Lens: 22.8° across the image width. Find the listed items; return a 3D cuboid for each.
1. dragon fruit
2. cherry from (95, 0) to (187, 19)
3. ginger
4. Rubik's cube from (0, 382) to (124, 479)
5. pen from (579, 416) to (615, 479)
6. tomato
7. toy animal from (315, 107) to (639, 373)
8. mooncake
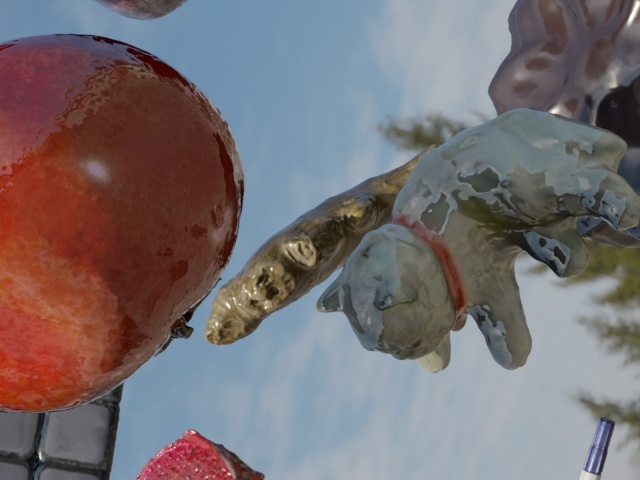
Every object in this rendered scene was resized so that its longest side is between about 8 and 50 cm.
[{"bbox_3d":[-0.074,0.239,1.261,0.111,0.153,0.153,18,-90,-41],"label":"dragon fruit"},{"bbox_3d":[-0.199,-0.328,1.698,0.195,0.195,0.195,18,-90,-72],"label":"cherry"},{"bbox_3d":[-0.001,0.001,1.773,0.333,0.080,0.166,-41,5,-27],"label":"ginger"},{"bbox_3d":[-0.426,0.210,1.883,0.337,0.343,0.344,132,147,-64],"label":"Rubik's cube"},{"bbox_3d":[0.289,0.294,1.757,0.025,0.025,0.204,3,-77,-71],"label":"pen"},{"bbox_3d":[-0.231,-0.010,1.309,0.325,0.290,0.293,-30,25,43],"label":"tomato"},{"bbox_3d":[0.146,0.000,1.547,0.188,0.308,0.266,8,-95,-37],"label":"toy animal"},{"bbox_3d":[0.364,-0.181,1.781,0.212,0.350,0.381,5,-77,-38],"label":"mooncake"}]
